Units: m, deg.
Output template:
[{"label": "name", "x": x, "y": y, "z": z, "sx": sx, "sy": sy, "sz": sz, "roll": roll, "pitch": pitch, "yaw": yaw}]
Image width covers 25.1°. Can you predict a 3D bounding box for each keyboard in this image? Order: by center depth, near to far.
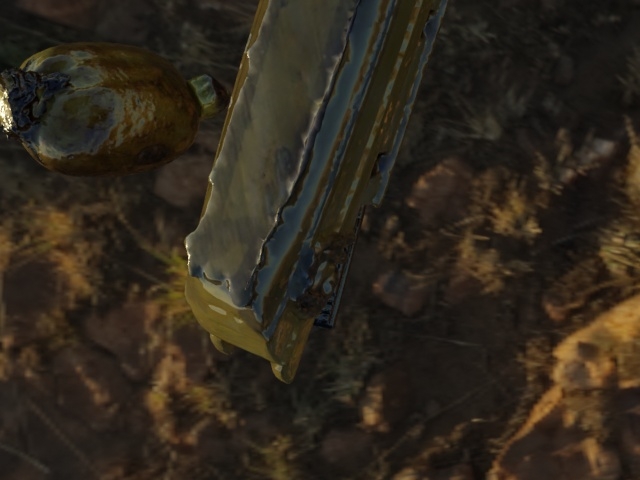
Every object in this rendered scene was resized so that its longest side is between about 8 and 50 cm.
[{"label": "keyboard", "x": 0.000, "y": 0.000, "z": 1.309, "sx": 0.067, "sy": 0.011, "sz": 0.202, "roll": 9, "pitch": 47, "yaw": 7}]

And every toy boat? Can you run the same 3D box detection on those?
[{"label": "toy boat", "x": 0.004, "y": -0.106, "z": 1.091, "sx": 0.136, "sy": 0.162, "sz": 0.445, "roll": 24, "pitch": 101, "yaw": 27}]

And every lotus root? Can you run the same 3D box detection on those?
[{"label": "lotus root", "x": -0.250, "y": -0.154, "z": 1.714, "sx": 0.169, "sy": 0.314, "sz": 0.141, "roll": 65, "pitch": 144, "yaw": 34}]
